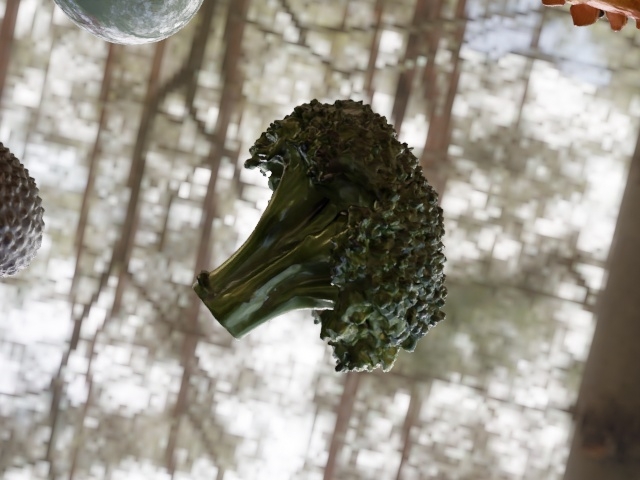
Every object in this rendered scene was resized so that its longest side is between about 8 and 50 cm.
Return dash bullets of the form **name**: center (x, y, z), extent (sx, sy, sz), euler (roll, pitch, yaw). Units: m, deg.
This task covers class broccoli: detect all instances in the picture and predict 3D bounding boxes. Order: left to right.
- **broccoli**: center (0.020, 0.000, 1.839), extent (0.235, 0.259, 0.288), euler (25, -168, -11)

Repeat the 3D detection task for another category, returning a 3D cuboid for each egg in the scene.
- **egg**: center (-0.215, -0.317, 1.933), extent (0.183, 0.183, 0.264), euler (17, 156, 29)

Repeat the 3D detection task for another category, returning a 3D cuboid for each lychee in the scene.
- **lychee**: center (-0.374, -0.018, 1.952), extent (0.165, 0.197, 0.165), euler (7, -175, -1)

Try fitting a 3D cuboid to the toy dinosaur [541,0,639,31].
- **toy dinosaur**: center (0.208, -0.222, 1.458), extent (0.288, 0.070, 0.117), euler (51, 155, -6)
